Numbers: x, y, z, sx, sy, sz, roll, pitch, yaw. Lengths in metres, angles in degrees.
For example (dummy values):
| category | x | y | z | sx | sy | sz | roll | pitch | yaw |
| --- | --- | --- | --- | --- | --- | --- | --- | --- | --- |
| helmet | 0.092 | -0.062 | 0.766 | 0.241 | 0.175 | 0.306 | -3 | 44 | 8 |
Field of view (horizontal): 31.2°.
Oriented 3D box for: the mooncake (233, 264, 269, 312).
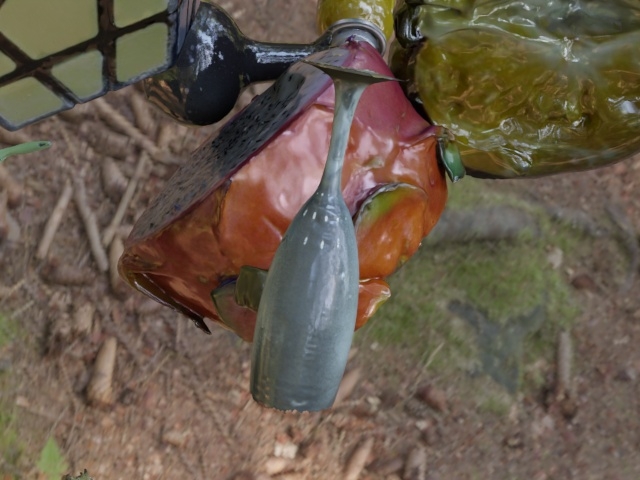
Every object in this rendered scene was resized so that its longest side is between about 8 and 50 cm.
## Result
| category | x | y | z | sx | sy | sz | roll | pitch | yaw |
| --- | --- | --- | --- | --- | --- | --- | --- | --- | --- |
| mooncake | 0.095 | 0.108 | 0.695 | 0.347 | 0.057 | 0.150 | 38 | 17 | 35 |

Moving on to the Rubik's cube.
| category | x | y | z | sx | sy | sz | roll | pitch | yaw |
| --- | --- | --- | --- | --- | --- | --- | --- | --- | --- |
| Rubik's cube | -0.211 | -0.234 | 0.777 | 0.319 | 0.264 | 0.319 | -15 | 28 | 8 |

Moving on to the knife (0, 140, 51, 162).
| category | x | y | z | sx | sy | sz | roll | pitch | yaw |
| --- | --- | --- | --- | --- | --- | --- | --- | --- | --- |
| knife | -0.562 | -0.152 | 2.032 | 0.207 | 0.014 | 0.030 | -8 | 62 | 24 |

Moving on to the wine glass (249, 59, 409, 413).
| category | x | y | z | sx | sy | sz | roll | pitch | yaw |
| --- | --- | --- | --- | --- | --- | --- | --- | --- | --- |
| wine glass | 0.000 | 0.000 | 0.648 | 0.066 | 0.198 | 0.066 | 10 | 10 | -2 |

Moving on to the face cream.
| category | x | y | z | sx | sy | sz | roll | pitch | yaw |
| --- | --- | --- | --- | --- | --- | --- | --- | --- | --- |
| face cream | 0.051 | -0.352 | 1.533 | 0.105 | 0.105 | 0.348 | 15 | 51 | -13 |

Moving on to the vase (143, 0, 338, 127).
| category | x | y | z | sx | sy | sz | roll | pitch | yaw |
| --- | --- | --- | --- | --- | --- | --- | --- | --- | --- |
| vase | -0.073 | -0.165 | 1.062 | 0.183 | 0.120 | 0.120 | -1 | 56 | -6 |

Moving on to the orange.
| category | x | y | z | sx | sy | sz | roll | pitch | yaw |
| --- | --- | --- | --- | --- | --- | --- | --- | --- | --- |
| orange | 0.205 | -0.225 | 1.032 | 0.271 | 0.368 | 0.210 | 9 | 42 | 3 |

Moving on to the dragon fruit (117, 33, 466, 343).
| category | x | y | z | sx | sy | sz | roll | pitch | yaw |
| --- | --- | --- | --- | --- | --- | --- | --- | --- | --- |
| dragon fruit | -0.008 | -0.025 | 0.972 | 0.189 | 0.290 | 0.290 | 45 | 49 | -14 |

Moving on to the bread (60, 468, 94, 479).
| category | x | y | z | sx | sy | sz | roll | pitch | yaw |
| --- | --- | --- | --- | --- | --- | --- | --- | --- | --- |
| bread | -0.291 | 0.392 | 1.418 | 0.160 | 0.140 | 0.169 | 29 | 84 | 15 |
